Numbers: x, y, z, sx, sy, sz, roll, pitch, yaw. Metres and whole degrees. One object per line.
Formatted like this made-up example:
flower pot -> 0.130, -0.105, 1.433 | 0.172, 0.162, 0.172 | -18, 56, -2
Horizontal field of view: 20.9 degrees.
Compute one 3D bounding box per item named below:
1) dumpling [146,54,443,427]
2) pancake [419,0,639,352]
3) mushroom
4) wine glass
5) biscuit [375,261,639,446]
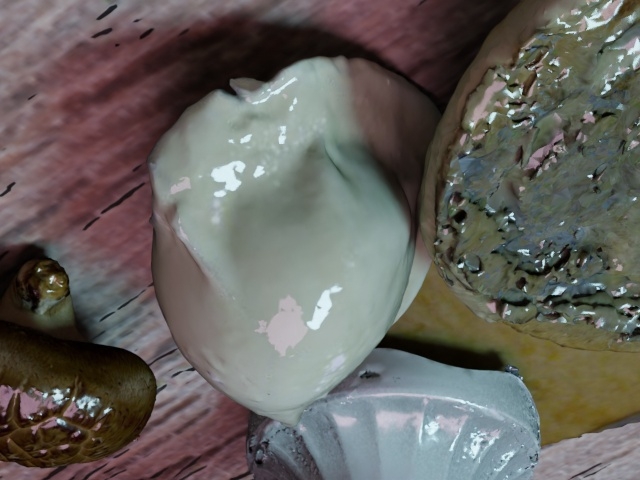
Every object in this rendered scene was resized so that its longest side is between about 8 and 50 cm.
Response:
dumpling -> -0.001, -0.001, 0.759 | 0.155, 0.111, 0.181 | -38, 168, -8
pancake -> 0.163, -0.039, 0.742 | 0.282, 0.049, 0.282 | -13, 141, -11
mushroom -> -0.139, 0.067, 0.829 | 0.126, 0.085, 0.109 | 16, 138, -20
wine glass -> 0.041, 0.173, 0.896 | 0.165, 0.196, 0.165 | -1, 145, -1
biscuit -> 0.140, 0.041, 0.903 | 0.232, 0.013, 0.237 | -16, 143, 12
